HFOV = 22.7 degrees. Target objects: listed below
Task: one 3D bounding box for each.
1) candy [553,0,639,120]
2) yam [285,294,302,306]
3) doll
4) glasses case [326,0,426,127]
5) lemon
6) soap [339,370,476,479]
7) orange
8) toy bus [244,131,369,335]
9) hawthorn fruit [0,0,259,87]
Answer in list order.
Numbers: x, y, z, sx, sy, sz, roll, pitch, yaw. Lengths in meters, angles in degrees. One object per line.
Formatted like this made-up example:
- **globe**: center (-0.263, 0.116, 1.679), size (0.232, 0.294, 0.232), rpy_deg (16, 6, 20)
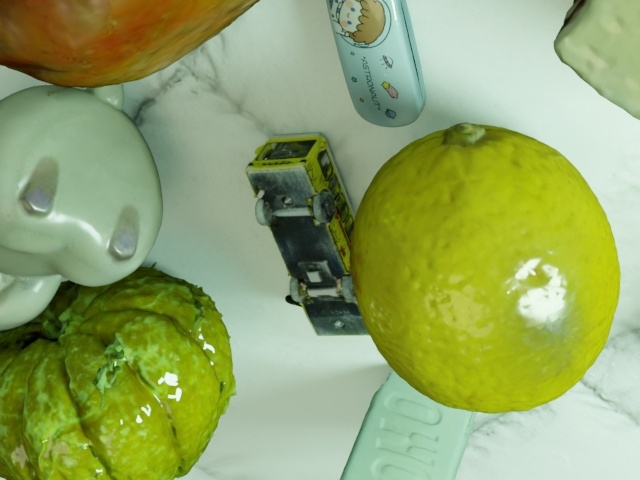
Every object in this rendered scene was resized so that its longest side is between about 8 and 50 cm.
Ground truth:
- **candy**: center (0.331, -0.225, 1.223), size (0.179, 0.135, 0.320), rpy_deg (31, 134, -3)
- **yam**: center (0.012, 0.073, 1.723), size (0.107, 0.014, 0.014), rpy_deg (12, 133, 17)
- **doll**: center (-0.321, -0.031, 1.652), size (0.215, 0.226, 0.370), rpy_deg (17, 143, -41)
- **glasses case**: center (0.050, -0.181, 1.456), size (0.067, 0.045, 0.178), rpy_deg (2, 129, 23)
- **lemon**: center (0.148, 0.027, 1.455), size (0.267, 0.267, 0.267), rpy_deg (13, 133, 14)
- **soap**: center (0.092, 0.230, 1.695), size (0.115, 0.198, 0.063), rpy_deg (17, 136, 8)
- **orange**: center (-0.238, 0.168, 1.723), size (0.301, 0.300, 0.223), rpy_deg (-12, 118, 23)
- **toy bus**: center (0.000, 0.000, 1.622), size (0.081, 0.074, 0.226), rpy_deg (-3, 128, 29)
- **hawthorn fruit**: center (-0.190, -0.297, 1.232), size (0.403, 0.403, 0.402), rpy_deg (13, 133, 14)
